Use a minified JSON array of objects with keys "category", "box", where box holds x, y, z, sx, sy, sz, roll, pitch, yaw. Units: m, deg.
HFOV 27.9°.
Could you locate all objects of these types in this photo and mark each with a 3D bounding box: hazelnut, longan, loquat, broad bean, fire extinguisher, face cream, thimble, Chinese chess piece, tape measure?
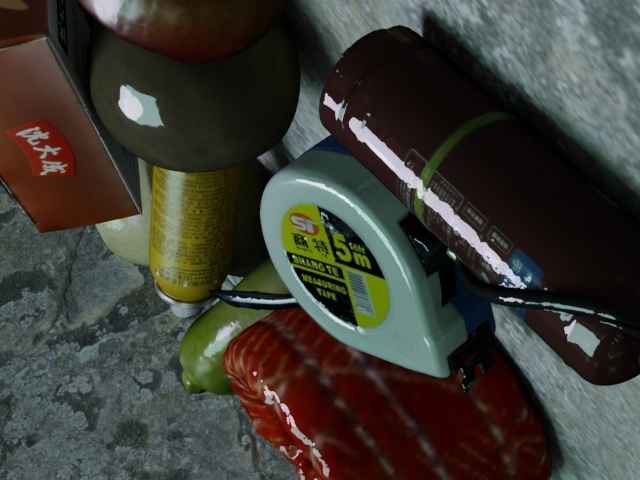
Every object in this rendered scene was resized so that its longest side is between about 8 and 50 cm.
[{"category":"hazelnut","box":[-0.105,-0.235,0.963,0.178,0.178,0.204,65,-165,-47]},{"category":"longan","box":[-0.119,-0.156,1.177,0.196,0.196,0.220,57,168,-20]},{"category":"loquat","box":[-0.119,-0.033,1.700,0.195,0.152,0.152,38,162,48]},{"category":"broad bean","box":[-0.071,0.101,1.618,0.119,0.238,0.291,55,136,9]},{"category":"fire extinguisher","box":[0.138,0.000,0.837,0.341,0.105,0.141,47,-177,30]},{"category":"face cream","box":[-0.147,-0.045,1.520,0.105,0.105,0.348,45,142,35]},{"category":"thimble","box":[0.070,0.190,1.394,0.350,0.231,0.350,52,169,14]},{"category":"Chinese chess piece","box":[-0.230,-0.089,1.782,0.250,0.101,0.250,-5,-90,-71]},{"category":"tape measure","box":[0.000,0.000,1.195,0.351,0.098,0.215,14,132,44]}]

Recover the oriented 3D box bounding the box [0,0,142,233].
[{"category":"box","box":[-0.288,-0.257,1.302,0.344,0.122,0.385,76,-175,-65]}]
